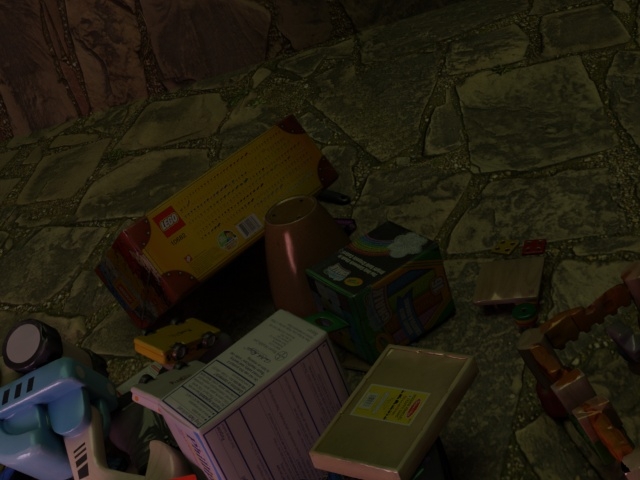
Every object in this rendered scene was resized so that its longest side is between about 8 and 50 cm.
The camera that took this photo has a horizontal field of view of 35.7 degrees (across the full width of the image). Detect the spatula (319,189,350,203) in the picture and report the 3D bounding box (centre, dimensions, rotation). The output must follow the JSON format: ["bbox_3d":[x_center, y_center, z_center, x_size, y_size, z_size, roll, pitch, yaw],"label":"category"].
[{"bbox_3d":[-0.034,-0.130,2.662,0.296,0.030,0.084,13,45,44],"label":"spatula"}]

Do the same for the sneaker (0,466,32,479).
[{"bbox_3d":[-0.621,0.474,2.022,0.082,0.069,0.209,-17,26,27],"label":"sneaker"}]

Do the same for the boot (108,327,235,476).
[{"bbox_3d":[-0.259,0.337,1.999,0.338,0.118,0.222,-41,41,-18],"label":"boot"}]

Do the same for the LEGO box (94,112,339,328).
[{"bbox_3d":[-0.247,-0.039,2.334,0.500,0.193,0.372,-38,2,-27],"label":"LEGO box"}]

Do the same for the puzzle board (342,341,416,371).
[{"bbox_3d":[0.119,0.232,2.000,0.128,0.011,0.096,5,38,37],"label":"puzzle board"}]

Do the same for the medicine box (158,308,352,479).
[{"bbox_3d":[-0.092,0.317,1.744,0.289,0.263,0.149,-35,32,-23],"label":"medicine box"}]

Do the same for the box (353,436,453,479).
[{"bbox_3d":[0.138,0.399,1.563,0.143,0.165,0.270,-18,30,6],"label":"box"}]

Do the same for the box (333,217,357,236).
[{"bbox_3d":[0.000,0.000,2.433,0.116,0.029,0.162,5,38,39],"label":"box"}]

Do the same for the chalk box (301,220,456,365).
[{"bbox_3d":[0.098,0.120,2.013,0.289,0.179,0.180,-31,31,-21],"label":"chalk box"}]

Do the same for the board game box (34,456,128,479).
[{"bbox_3d":[-0.487,0.480,1.967,0.186,0.026,0.126,-4,35,27],"label":"board game box"}]

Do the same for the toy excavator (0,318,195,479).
[{"bbox_3d":[-0.468,0.371,1.873,0.433,0.222,0.445,-26,57,10],"label":"toy excavator"}]

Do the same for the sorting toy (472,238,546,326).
[{"bbox_3d":[0.389,0.089,2.023,0.132,0.046,0.274,-7,33,24],"label":"sorting toy"}]

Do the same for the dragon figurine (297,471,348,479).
[{"bbox_3d":[-0.015,0.455,1.650,0.289,0.085,0.144,-37,34,-27],"label":"dragon figurine"}]

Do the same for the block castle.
[{"bbox_3d":[0.531,0.245,1.532,0.303,0.213,0.453,-34,24,1],"label":"block castle"}]

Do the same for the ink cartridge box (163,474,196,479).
[{"bbox_3d":[-0.308,0.505,1.661,0.232,0.189,0.066,-14,-6,16],"label":"ink cartridge box"}]

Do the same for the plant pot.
[{"bbox_3d":[-0.022,0.036,2.166,0.237,0.254,0.237,-15,30,9],"label":"plant pot"}]

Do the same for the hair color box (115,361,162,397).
[{"bbox_3d":[-0.343,0.304,2.135,0.167,0.053,0.093,-36,32,-21],"label":"hair color box"}]

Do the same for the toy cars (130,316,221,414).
[{"bbox_3d":[-0.272,0.253,1.895,0.176,0.087,0.394,7,17,-11],"label":"toy cars"}]

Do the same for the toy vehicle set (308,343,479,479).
[{"bbox_3d":[0.120,0.271,1.580,0.166,0.035,0.267,5,38,37],"label":"toy vehicle set"}]
